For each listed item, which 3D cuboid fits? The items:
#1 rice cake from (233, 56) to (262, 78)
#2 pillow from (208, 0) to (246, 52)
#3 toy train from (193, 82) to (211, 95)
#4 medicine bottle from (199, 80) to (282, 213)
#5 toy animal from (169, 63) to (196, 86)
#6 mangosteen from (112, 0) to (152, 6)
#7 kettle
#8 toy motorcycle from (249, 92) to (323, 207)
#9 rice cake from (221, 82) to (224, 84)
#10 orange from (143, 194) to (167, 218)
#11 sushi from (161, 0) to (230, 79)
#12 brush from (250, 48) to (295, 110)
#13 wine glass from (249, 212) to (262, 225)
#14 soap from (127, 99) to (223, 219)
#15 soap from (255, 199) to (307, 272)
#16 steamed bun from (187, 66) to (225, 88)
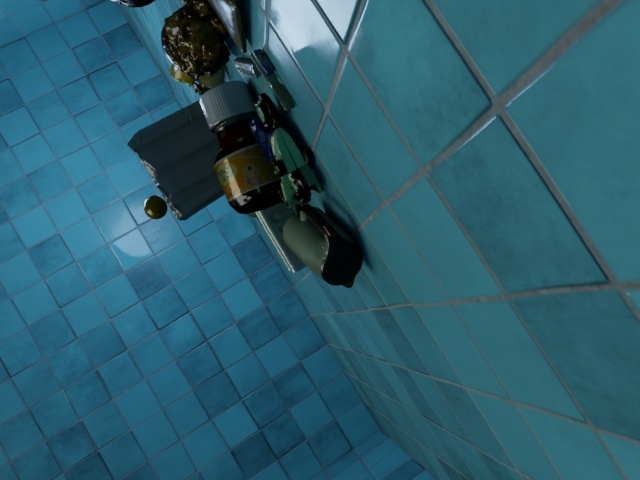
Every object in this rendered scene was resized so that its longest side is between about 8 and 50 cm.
[{"bbox_3d":[-0.208,-0.496,1.402,0.211,0.034,0.043,42,156,57],"label":"rice cake"},{"bbox_3d":[-0.247,-0.609,1.231,0.212,0.052,0.208,60,172,4],"label":"pillow"},{"bbox_3d":[-0.459,-0.616,2.047,0.137,0.090,0.225,51,177,-18],"label":"toy train"},{"bbox_3d":[-0.248,-0.300,1.590,0.395,0.243,0.242,65,169,2],"label":"medicine bottle"},{"bbox_3d":[-0.566,-0.739,2.034,0.156,0.156,0.229,54,166,21],"label":"toy animal"},{"bbox_3d":[-0.636,-0.919,1.588,0.300,0.300,0.300,55,168,17],"label":"mangosteen"},{"bbox_3d":[0.000,0.000,1.471,0.255,0.165,0.240,45,162,50],"label":"kettle"},{"bbox_3d":[-0.112,-0.261,1.417,0.331,0.125,0.196,66,169,-18],"label":"toy motorcycle"},{"bbox_3d":[-0.433,-0.668,1.850,0.069,0.063,0.206,40,159,37],"label":"rice cake"},{"bbox_3d":[-0.602,-0.120,1.796,0.095,0.085,0.085,36,156,43],"label":"orange"},{"bbox_3d":[-0.368,-0.604,1.464,0.200,0.213,0.204,38,-174,-9],"label":"sushi"},{"bbox_3d":[-0.119,-0.413,1.250,0.178,0.033,0.030,57,155,5],"label":"brush"},{"bbox_3d":[-0.236,-0.167,2.032,0.357,0.190,0.190,31,151,57],"label":"wine glass"},{"bbox_3d":[-0.430,-0.318,1.836,0.350,0.435,0.213,55,168,2],"label":"soap"},{"bbox_3d":[-0.103,-0.047,1.775,0.289,0.173,0.095,61,168,-9],"label":"soap"},{"bbox_3d":[-0.435,-0.629,1.724,0.212,0.110,0.231,47,153,-20],"label":"steamed bun"}]
